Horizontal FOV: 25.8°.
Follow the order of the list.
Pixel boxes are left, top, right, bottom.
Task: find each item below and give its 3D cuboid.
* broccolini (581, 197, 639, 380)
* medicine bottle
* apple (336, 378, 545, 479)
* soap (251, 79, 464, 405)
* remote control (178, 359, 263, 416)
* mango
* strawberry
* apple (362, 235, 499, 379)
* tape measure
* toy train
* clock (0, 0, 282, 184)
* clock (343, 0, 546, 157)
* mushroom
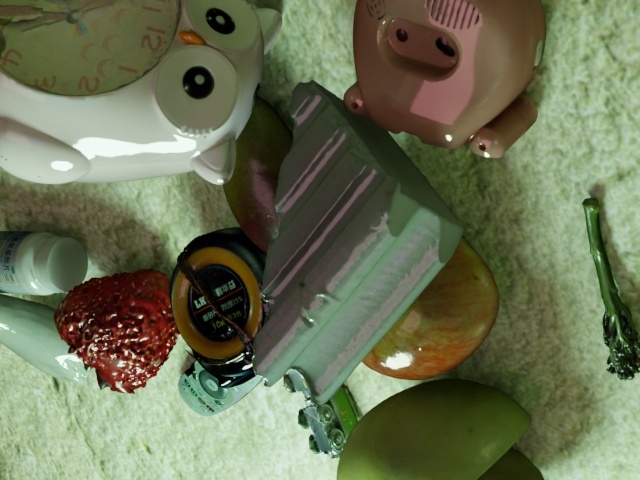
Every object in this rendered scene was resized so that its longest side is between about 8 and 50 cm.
[{"bbox_3d":[0.354,0.058,1.702,0.054,0.051,0.239,5,117,48],"label":"broccolini"},{"bbox_3d":[-0.472,0.037,2.257,0.187,0.103,0.102,2,120,37],"label":"medicine bottle"},{"bbox_3d":[0.170,0.326,1.872,0.292,0.254,0.292,19,127,28],"label":"apple"},{"bbox_3d":[0.000,0.000,1.697,0.302,0.159,0.258,-50,49,18],"label":"soap"},{"bbox_3d":[-0.151,0.208,2.182,0.097,0.045,0.256,50,139,-2],"label":"remote control"},{"bbox_3d":[-0.067,-0.070,1.875,0.133,0.111,0.267,-11,108,54],"label":"mango"},{"bbox_3d":[-0.299,0.126,2.148,0.201,0.184,0.187,-40,56,24],"label":"strawberry"},{"bbox_3d":[0.126,0.075,1.787,0.209,0.164,0.209,-2,87,51],"label":"apple"},{"bbox_3d":[-0.110,0.087,1.984,0.202,0.135,0.223,-31,78,34],"label":"tape measure"},{"bbox_3d":[-0.005,0.222,2.059,0.060,0.081,0.202,-13,104,41],"label":"toy train"},{"bbox_3d":[-0.261,-0.221,1.751,0.377,0.368,0.250,17,155,-1],"label":"clock"},{"bbox_3d":[0.138,-0.235,1.586,0.227,0.142,0.241,21,127,24],"label":"clock"},{"bbox_3d":[-0.496,0.144,2.288,0.270,0.118,0.103,24,110,-29],"label":"mushroom"}]
